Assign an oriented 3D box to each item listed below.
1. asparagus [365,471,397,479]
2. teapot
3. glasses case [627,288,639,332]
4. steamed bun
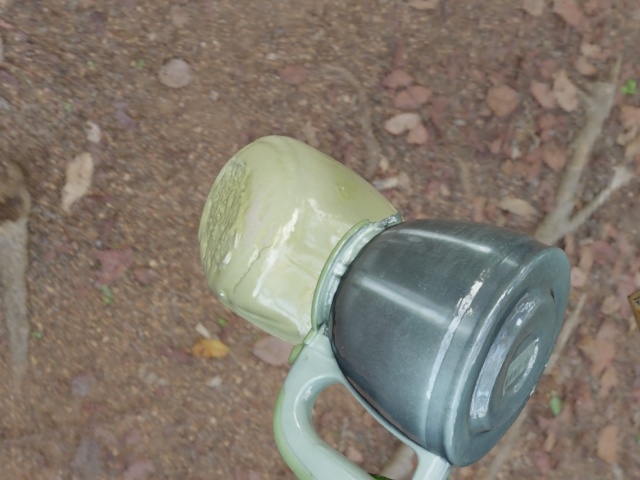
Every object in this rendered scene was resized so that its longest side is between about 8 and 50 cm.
[{"bbox_3d":[0.085,0.278,1.318,0.018,0.127,0.015,-13,110,-69],"label":"asparagus"},{"bbox_3d":[0.033,0.041,0.457,0.124,0.091,0.092,-48,147,-27],"label":"teapot"},{"bbox_3d":[0.437,0.146,1.473,0.041,0.064,0.170,-23,96,-12],"label":"glasses case"},{"bbox_3d":[0.000,0.000,1.191,0.232,0.273,0.166,25,106,-18],"label":"steamed bun"}]
